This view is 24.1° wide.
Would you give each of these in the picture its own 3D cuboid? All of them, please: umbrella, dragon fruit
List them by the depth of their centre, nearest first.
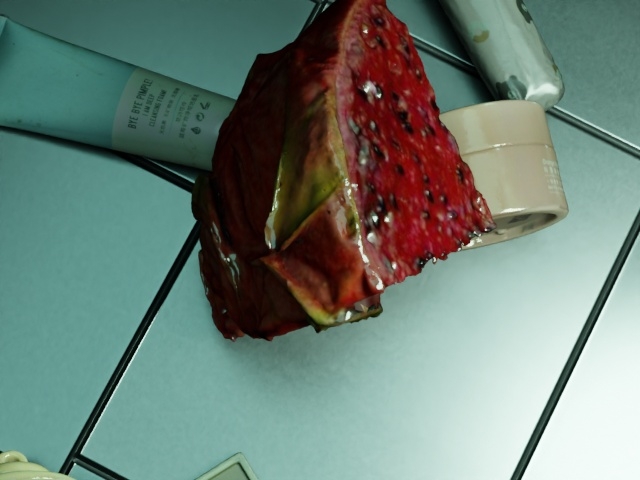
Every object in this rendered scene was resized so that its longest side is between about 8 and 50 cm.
[{"bbox_3d":[0.000,0.000,1.288,0.240,0.330,0.302,29,44,-14],"label":"dragon fruit"},{"bbox_3d":[0.133,-0.271,1.450,0.073,0.067,0.337,-28,87,-10],"label":"umbrella"}]

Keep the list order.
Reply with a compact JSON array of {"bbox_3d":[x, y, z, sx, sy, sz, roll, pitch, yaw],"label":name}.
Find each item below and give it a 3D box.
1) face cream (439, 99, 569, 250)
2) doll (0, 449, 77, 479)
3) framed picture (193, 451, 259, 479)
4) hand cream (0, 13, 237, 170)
[{"bbox_3d":[0.144,-0.056,1.377,0.149,0.149,0.104,-11,79,-5],"label":"face cream"},{"bbox_3d":[-0.226,0.321,1.259,0.271,0.144,0.208,36,53,9],"label":"doll"},{"bbox_3d":[-0.120,0.306,1.356,0.203,0.015,0.150,-32,81,-9],"label":"framed picture"},{"bbox_3d":[-0.186,-0.123,1.433,0.312,0.070,0.111,17,79,10],"label":"hand cream"}]
